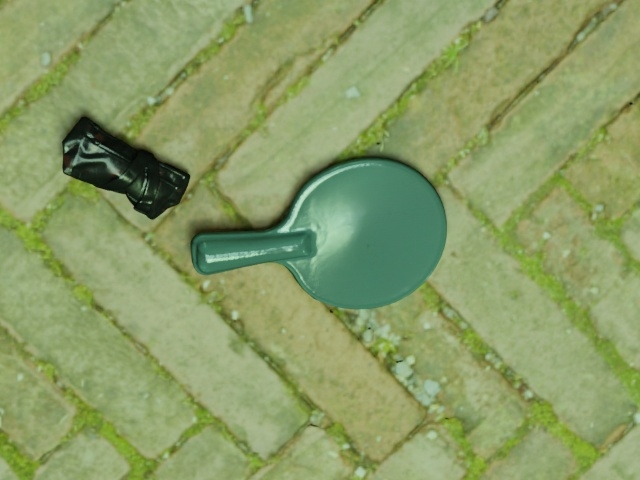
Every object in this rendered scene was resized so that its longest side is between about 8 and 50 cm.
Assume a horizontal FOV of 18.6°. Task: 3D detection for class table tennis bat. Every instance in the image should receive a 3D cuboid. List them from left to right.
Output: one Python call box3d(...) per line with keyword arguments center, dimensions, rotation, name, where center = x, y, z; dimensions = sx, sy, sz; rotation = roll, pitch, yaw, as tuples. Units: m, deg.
box3d(center=(0.000, 0.000, 1.833), dimensions=(0.244, 0.040, 0.153), rotation=(-7, 114, -9), name="table tennis bat")

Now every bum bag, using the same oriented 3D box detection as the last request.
box3d(center=(-0.180, -0.064, 1.779), dimensions=(0.124, 0.034, 0.058), rotation=(27, 94, -19), name="bum bag")
